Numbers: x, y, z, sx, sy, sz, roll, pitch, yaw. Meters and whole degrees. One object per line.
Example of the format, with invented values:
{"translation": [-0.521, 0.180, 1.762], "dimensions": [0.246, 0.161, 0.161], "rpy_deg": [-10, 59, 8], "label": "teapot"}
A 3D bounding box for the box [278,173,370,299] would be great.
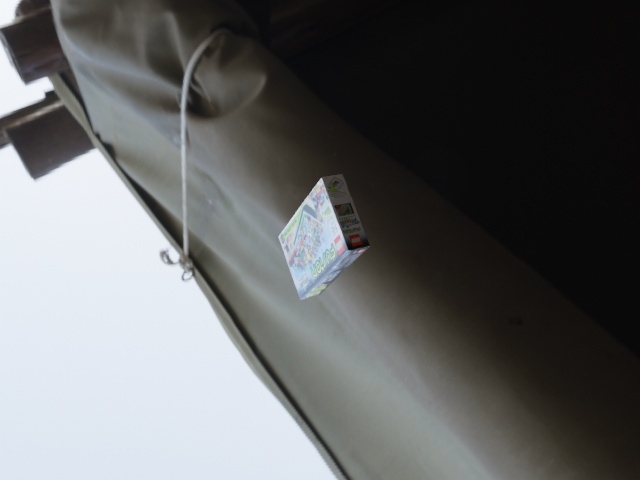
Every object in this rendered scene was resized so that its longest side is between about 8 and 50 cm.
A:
{"translation": [0.000, 0.000, 1.084], "dimensions": [0.036, 0.207, 0.114], "rpy_deg": [-12, -109, -25], "label": "box"}
